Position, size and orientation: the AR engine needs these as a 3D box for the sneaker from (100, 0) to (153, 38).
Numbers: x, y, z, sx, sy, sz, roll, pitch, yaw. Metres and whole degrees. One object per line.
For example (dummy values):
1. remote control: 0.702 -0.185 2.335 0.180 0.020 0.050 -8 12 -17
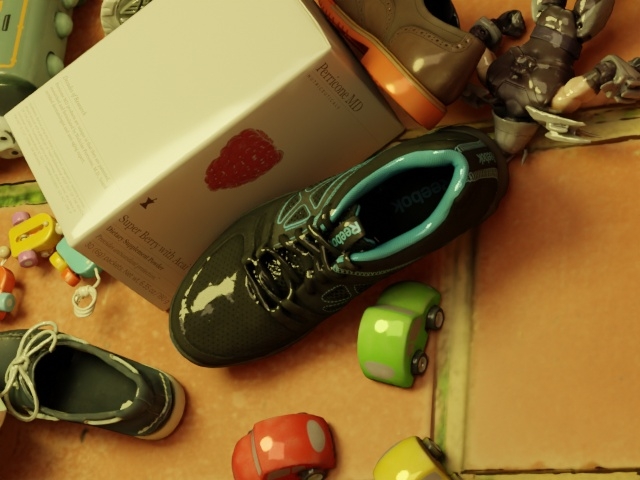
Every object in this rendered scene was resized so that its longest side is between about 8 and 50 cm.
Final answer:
1. sneaker: -0.173 -0.229 1.763 0.090 0.232 0.115 10 51 -14

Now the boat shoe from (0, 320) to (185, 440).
1. boat shoe: -0.248 0.130 1.705 0.254 0.079 0.095 16 79 32

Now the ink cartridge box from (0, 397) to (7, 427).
1. ink cartridge box: -0.381 0.174 1.737 0.225 0.056 0.181 50 123 51

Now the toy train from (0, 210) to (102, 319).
1. toy train: -0.268 0.035 1.781 0.166 0.046 0.125 1 70 30

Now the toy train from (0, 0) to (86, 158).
1. toy train: -0.342 -0.223 1.869 0.190 0.142 0.334 -3 59 16

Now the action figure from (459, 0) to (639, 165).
1. action figure: 0.220 -0.196 1.613 0.185 0.099 0.285 25 94 26

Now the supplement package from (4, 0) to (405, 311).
1. supplement package: -0.106 -0.108 1.683 0.293 0.177 0.175 -37 56 8

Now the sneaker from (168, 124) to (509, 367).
1. sneaker: 0.000 0.000 1.588 0.341 0.139 0.125 -33 85 12

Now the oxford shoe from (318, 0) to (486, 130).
1. oxford shoe: 0.075 -0.199 1.659 0.098 0.097 0.271 -45 38 10

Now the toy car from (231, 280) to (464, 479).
1. toy car: 0.043 0.133 1.575 0.239 0.053 0.225 11 73 30
